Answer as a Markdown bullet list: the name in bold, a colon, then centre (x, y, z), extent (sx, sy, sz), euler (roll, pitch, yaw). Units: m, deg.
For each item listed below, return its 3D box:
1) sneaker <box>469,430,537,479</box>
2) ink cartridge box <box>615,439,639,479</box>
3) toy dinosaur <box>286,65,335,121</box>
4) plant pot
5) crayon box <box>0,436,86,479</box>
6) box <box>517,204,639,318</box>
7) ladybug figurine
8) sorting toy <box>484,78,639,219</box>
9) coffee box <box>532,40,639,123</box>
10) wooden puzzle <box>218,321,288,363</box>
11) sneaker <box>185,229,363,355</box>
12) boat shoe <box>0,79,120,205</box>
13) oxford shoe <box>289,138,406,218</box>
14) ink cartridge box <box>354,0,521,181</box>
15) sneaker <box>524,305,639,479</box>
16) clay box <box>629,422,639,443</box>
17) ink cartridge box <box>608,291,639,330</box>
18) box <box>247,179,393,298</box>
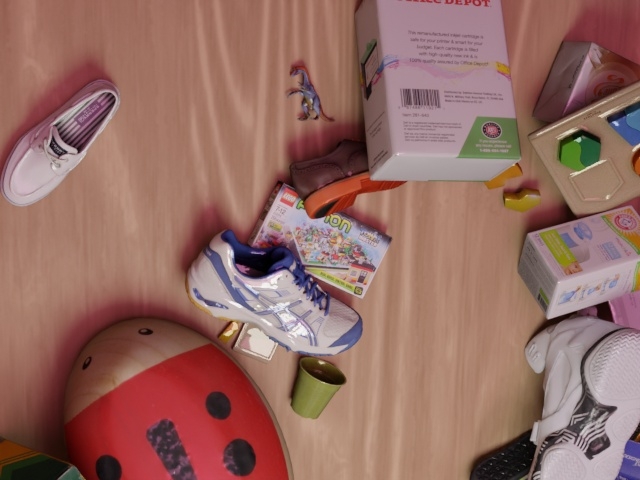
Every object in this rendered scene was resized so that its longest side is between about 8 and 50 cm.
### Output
- **sneaker**: centre (0.362, 0.408, 1.737), extent (0.235, 0.084, 0.097), euler (-18, 131, -12)
- **ink cartridge box**: centre (0.577, 0.515, 1.751), extent (0.303, 0.072, 0.307), euler (21, 123, -18)
- **toy dinosaur**: centre (-0.021, -0.227, 1.512), extent (0.090, 0.047, 0.082), euler (-1, 93, -50)
- **plant pot**: centre (-0.012, 0.243, 1.583), extent (0.083, 0.083, 0.079), euler (20, 107, -19)
- **crayon box**: centre (-0.375, 0.390, 1.367), extent (0.083, 0.323, 0.203), euler (-43, 111, -28)
- **box**: centre (0.451, 0.034, 1.637), extent (0.203, 0.114, 0.103), euler (-14, 141, -13)
- **ladybug figurine**: centre (-0.203, 0.316, 1.421), extent (0.305, 0.162, 0.449), euler (-33, 84, -10)
- **sorting toy**: centre (0.432, -0.117, 1.582), extent (0.307, 0.041, 0.229), euler (-26, 128, 21)
- **coffee box**: centre (0.497, -0.219, 1.624), extent (0.246, 0.098, 0.141), euler (21, 95, -19)
- **wooden puzzle**: centre (-0.099, 0.155, 1.569), extent (0.116, 0.014, 0.078), euler (31, 95, -20)
- **sneaker**: centre (-0.052, 0.081, 1.494), extent (0.296, 0.112, 0.131), euler (20, 124, -20)
- **boat shoe**: centre (-0.374, -0.141, 1.393), extent (0.083, 0.076, 0.226), euler (39, 89, -19)
- **oxford shoe**: centre (0.079, -0.127, 1.523), extent (0.271, 0.097, 0.098), euler (-23, 74, -26)
- **ink cartridge box**: centre (0.171, -0.236, 1.462), extent (0.201, 0.117, 0.278), euler (0, 75, -17)
- **sneaker**: centre (0.422, 0.285, 1.652), extent (0.137, 0.210, 0.366), euler (19, 103, -19)
- **clay box**: centre (0.630, 0.359, 1.804), extent (0.127, 0.053, 0.222), euler (35, 90, -18)
- **ink cartridge box**: centre (0.635, 0.186, 1.734), extent (0.261, 0.066, 0.296), euler (-16, 92, -14)
- **box**: centre (0.000, 0.000, 1.554), extent (0.207, 0.036, 0.114), euler (25, 93, -19)
